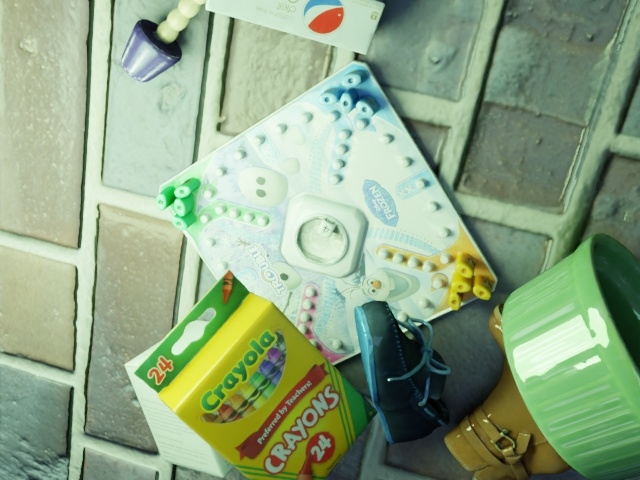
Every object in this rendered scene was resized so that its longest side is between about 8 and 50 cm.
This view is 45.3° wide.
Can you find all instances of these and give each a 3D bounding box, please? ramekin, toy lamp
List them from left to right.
[{"bbox_3d":[-0.173,-0.325,1.041,0.274,0.080,0.080,-41,97,22],"label":"toy lamp"},{"bbox_3d":[0.368,0.157,0.984,0.148,0.303,0.303,-34,101,31],"label":"ramekin"}]

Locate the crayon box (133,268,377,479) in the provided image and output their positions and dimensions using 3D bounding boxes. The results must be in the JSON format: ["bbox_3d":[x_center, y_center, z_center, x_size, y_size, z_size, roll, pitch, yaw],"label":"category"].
[{"bbox_3d":[-0.085,0.222,1.101,0.202,0.081,0.318,-49,117,-14],"label":"crayon box"}]

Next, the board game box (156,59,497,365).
[{"bbox_3d":[0.000,0.000,1.142,0.389,0.050,0.390,-29,103,23],"label":"board game box"}]

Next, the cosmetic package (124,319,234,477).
[{"bbox_3d":[-0.180,0.242,1.206,0.151,0.151,0.184,-1,113,42],"label":"cosmetic package"}]

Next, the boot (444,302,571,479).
[{"bbox_3d":[0.276,0.245,1.155,0.220,0.109,0.283,-33,108,27],"label":"boot"}]

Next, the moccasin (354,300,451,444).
[{"bbox_3d":[0.125,0.182,1.110,0.116,0.138,0.342,-13,146,5],"label":"moccasin"}]

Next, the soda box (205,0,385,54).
[{"bbox_3d":[-0.033,-0.308,0.974,0.216,0.069,0.074,13,123,-13],"label":"soda box"}]
